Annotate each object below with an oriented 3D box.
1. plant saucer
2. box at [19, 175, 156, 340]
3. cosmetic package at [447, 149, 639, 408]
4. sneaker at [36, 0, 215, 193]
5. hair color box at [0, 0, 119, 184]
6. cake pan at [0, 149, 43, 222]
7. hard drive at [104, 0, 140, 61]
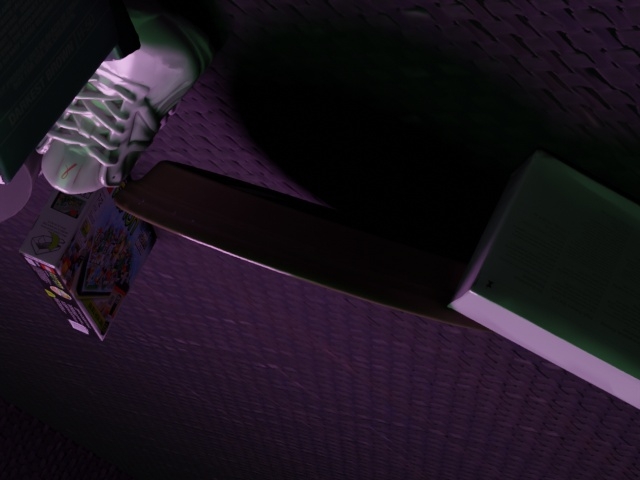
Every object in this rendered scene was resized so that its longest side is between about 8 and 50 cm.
[{"bbox_3d":[0.000,0.000,1.006,0.278,0.041,0.278,18,-176,-1],"label":"plant saucer"},{"bbox_3d":[-0.200,0.004,1.329,0.036,0.114,0.207,23,163,11],"label":"box"},{"bbox_3d":[0.204,0.050,0.892,0.239,0.099,0.060,29,162,-3],"label":"cosmetic package"},{"bbox_3d":[-0.134,-0.084,0.973,0.090,0.115,0.232,28,163,-1],"label":"sneaker"},{"bbox_3d":[-0.225,-0.204,0.640,0.185,0.113,0.374,20,148,20],"label":"hair color box"},{"bbox_3d":[-0.359,-0.079,1.232,0.293,0.054,0.293,1,155,0],"label":"cake pan"},{"bbox_3d":[-0.157,-0.163,0.843,0.094,0.022,0.135,6,126,49],"label":"hard drive"}]
